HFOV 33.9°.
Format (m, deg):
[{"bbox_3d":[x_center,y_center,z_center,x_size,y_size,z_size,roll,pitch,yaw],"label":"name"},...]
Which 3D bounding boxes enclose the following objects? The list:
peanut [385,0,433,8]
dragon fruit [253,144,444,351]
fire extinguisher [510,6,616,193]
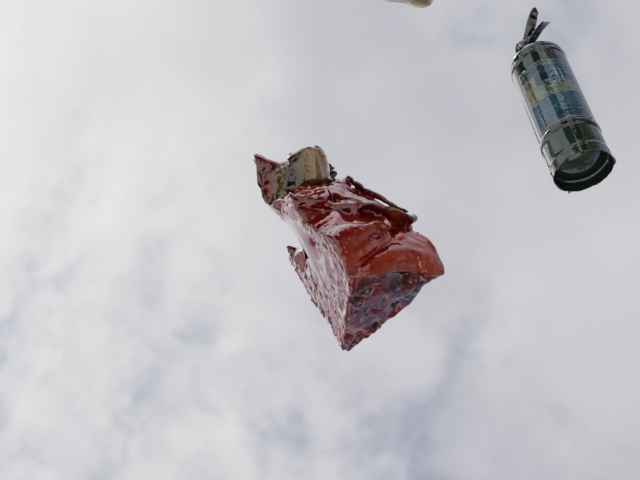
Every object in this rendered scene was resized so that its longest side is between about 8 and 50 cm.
[{"bbox_3d":[0.024,-0.276,0.802,0.085,0.104,0.228,-27,-78,20],"label":"peanut"},{"bbox_3d":[0.017,-0.010,0.867,0.192,0.092,0.123,47,-26,43],"label":"dragon fruit"},{"bbox_3d":[0.095,-0.057,0.437,0.038,0.025,0.083,110,-25,-49],"label":"fire extinguisher"}]
